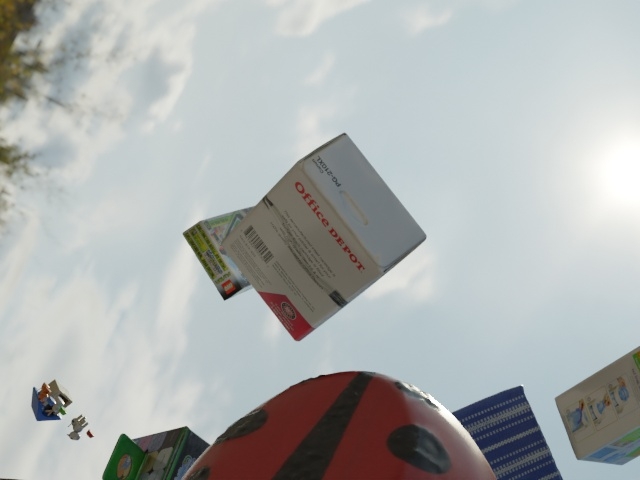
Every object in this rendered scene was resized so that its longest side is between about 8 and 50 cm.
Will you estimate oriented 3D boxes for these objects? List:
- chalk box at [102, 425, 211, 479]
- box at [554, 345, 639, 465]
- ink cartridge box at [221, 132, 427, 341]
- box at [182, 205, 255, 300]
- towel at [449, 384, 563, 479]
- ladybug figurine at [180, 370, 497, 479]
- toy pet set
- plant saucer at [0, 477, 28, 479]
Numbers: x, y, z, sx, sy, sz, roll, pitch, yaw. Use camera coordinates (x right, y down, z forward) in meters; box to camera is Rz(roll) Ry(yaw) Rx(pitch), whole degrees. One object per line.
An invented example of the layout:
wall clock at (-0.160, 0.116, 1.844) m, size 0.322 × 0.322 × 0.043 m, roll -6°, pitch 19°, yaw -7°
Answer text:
chalk box at (-0.183, 0.317, 1.480) m, size 0.132 × 0.213 × 0.132 m, roll -20°, pitch -142°, yaw 43°
box at (0.456, 0.229, 1.734) m, size 0.203 × 0.114 × 0.103 m, roll -40°, pitch -129°, yaw 36°
ink cartridge box at (0.000, 0.000, 1.552) m, size 0.100 × 0.172 × 0.237 m, roll -36°, pitch 176°, yaw -38°
box at (-0.116, 0.015, 1.775) m, size 0.036 × 0.114 × 0.207 m, roll -34°, pitch 176°, yaw 20°
towel at (0.267, 0.401, 1.774) m, size 0.040 × 0.243 × 0.336 m, roll -33°, pitch -104°, yaw 56°
ladybug figurine at (-0.002, 0.240, 0.968) m, size 0.449 × 0.305 × 0.162 m, roll -55°, pitch 143°, yaw -59°
toy pet set at (-0.449, 0.285, 2.028) m, size 0.065 × 0.122 × 0.114 m, roll -39°, pitch -141°, yaw -1°
plant saucer at (-0.415, 0.409, 1.639) m, size 0.310 × 0.310 × 0.050 m, roll -137°, pitch -122°, yaw -68°
